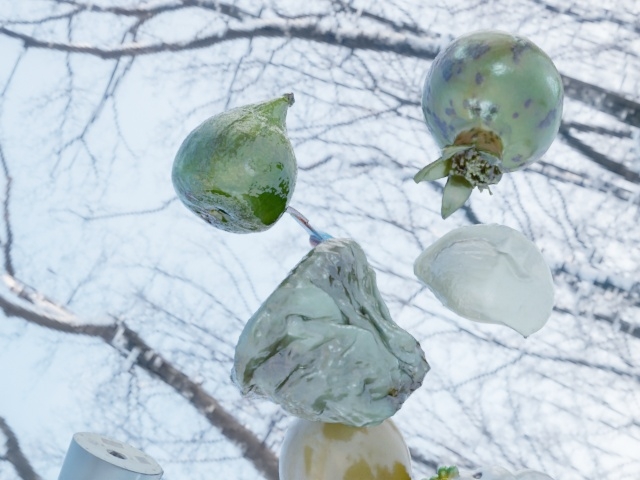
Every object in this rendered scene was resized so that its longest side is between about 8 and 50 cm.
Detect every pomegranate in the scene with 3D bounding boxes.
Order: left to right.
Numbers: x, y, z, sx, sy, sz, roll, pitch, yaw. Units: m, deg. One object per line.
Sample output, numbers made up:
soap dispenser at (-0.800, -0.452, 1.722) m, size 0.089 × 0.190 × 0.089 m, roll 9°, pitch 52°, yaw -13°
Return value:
pomegranate at (0.157, -0.124, 1.004) m, size 0.220 × 0.156 × 0.156 m, roll -44°, pitch -34°, yaw -29°

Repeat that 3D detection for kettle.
kettle at (-0.361, 0.471, 1.652) m, size 0.210 × 0.160 × 0.243 m, roll 23°, pitch -90°, yaw -27°

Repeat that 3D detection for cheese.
cheese at (0.000, 0.000, 1.754) m, size 0.256 × 0.106 × 0.037 m, roll 42°, pitch -102°, yaw -42°

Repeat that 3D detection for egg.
egg at (0.045, 0.423, 1.850) m, size 0.250 × 0.250 × 0.322 m, roll -47°, pitch -37°, yaw -30°

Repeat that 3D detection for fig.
fig at (-0.122, -0.145, 1.582) m, size 0.203 × 0.203 × 0.235 m, roll 58°, pitch -134°, yaw -58°

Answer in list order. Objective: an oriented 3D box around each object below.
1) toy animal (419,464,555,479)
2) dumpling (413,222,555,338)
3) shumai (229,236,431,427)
toy animal at (0.301, 0.547, 1.855) m, size 0.247 × 0.183 × 0.310 m, roll 34°, pitch -87°, yaw -20°
dumpling at (0.267, 0.052, 1.605) m, size 0.126 × 0.215 × 0.166 m, roll 30°, pitch -94°, yaw -46°
shumai at (0.037, 0.176, 1.567) m, size 0.309 × 0.263 × 0.304 m, roll -58°, pitch -11°, yaw 5°
